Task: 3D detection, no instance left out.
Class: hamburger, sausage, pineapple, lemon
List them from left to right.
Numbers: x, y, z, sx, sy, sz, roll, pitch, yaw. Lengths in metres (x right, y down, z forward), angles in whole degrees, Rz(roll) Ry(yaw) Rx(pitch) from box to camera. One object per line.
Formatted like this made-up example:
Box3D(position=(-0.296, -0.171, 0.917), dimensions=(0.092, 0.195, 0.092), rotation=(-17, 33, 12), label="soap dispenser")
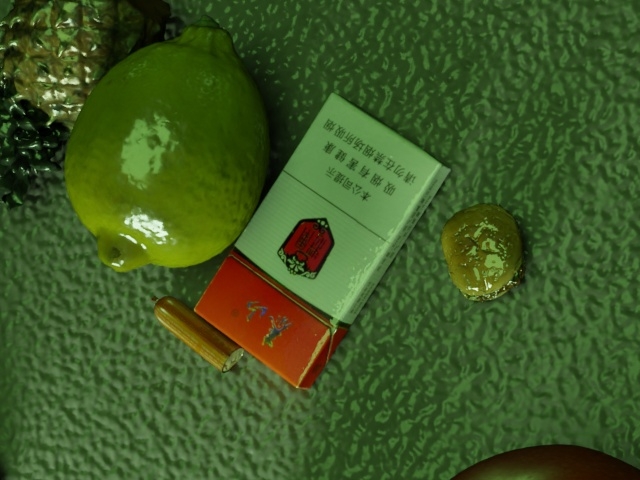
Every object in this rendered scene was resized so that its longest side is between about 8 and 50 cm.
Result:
Box3D(position=(-0.270, -0.143, 1.887), dimensions=(0.158, 0.158, 0.278), rotation=(39, 100, 24), label="pineapple")
Box3D(position=(-0.135, -0.084, 1.800), dimensions=(0.184, 0.184, 0.248), rotation=(20, 84, 25), label="lemon")
Box3D(position=(-0.120, 0.084, 1.844), dimensions=(0.107, 0.031, 0.031), rotation=(35, 95, 25), label="sausage")
Box3D(position=(0.145, 0.010, 1.739), dimensions=(0.076, 0.044, 0.083), rotation=(-25, 69, 16), label="hamburger")

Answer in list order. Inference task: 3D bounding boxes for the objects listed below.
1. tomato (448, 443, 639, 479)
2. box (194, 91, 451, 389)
Box3D(position=(0.199, 0.313, 1.524), dimensions=(0.341, 0.341, 0.273), rotation=(-43, 37, 11), label="tomato")
Box3D(position=(0.000, 0.000, 1.807), dimensions=(0.139, 0.035, 0.245), rotation=(36, 95, 24), label="box")
